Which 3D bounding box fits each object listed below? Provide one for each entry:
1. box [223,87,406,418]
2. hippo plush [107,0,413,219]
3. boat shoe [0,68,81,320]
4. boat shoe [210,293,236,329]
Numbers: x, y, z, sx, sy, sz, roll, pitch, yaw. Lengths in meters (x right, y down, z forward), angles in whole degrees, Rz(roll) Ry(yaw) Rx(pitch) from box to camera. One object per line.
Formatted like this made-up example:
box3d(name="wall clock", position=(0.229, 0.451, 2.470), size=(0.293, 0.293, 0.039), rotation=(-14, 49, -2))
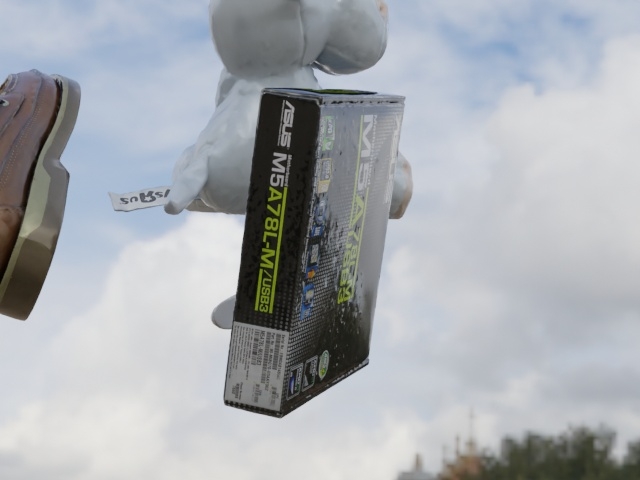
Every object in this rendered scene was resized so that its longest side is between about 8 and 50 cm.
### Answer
box3d(name="box", position=(0.000, 0.000, 0.907), size=(0.045, 0.190, 0.184), rotation=(10, 8, 19))
box3d(name="hippo plush", position=(-0.056, -0.141, 1.333), size=(0.294, 0.236, 0.234), rotation=(1, 2, -32))
box3d(name="boat shoe", position=(-0.234, -0.059, 1.007), size=(0.104, 0.110, 0.307), rotation=(19, 18, -17))
box3d(name="boat shoe", position=(-0.051, 0.053, 1.277), size=(0.100, 0.035, 0.035), rotation=(-24, 3, -17))
